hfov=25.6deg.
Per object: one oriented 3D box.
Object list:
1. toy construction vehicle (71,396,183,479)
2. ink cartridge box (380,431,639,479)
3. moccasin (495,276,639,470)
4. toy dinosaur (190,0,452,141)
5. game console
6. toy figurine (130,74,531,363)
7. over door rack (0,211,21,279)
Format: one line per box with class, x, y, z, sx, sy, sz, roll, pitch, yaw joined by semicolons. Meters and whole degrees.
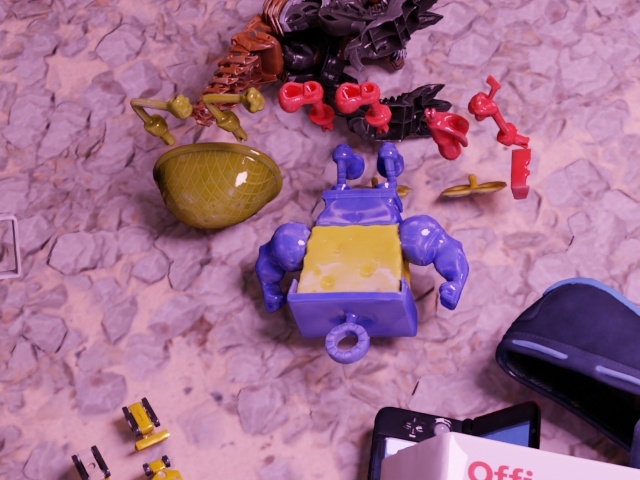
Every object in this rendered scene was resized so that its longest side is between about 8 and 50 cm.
toy construction vehicle;-0.167;0.198;1.233;0.086;0.035;0.098;-26;58;-19
ink cartridge box;0.142;0.290;0.985;0.201;0.117;0.278;13;67;-17
moccasin;0.280;0.162;1.114;0.116;0.138;0.342;-31;43;-26
toy dinosaur;0.011;-0.190;1.384;0.218;0.164;0.322;29;72;36
game console;0.104;0.196;1.139;0.124;0.085;0.144;12;58;-5
toy figurine;0.000;0.000;1.238;0.362;0.191;0.217;-1;62;12
over door rack;-0.429;0.045;1.280;0.324;0.108;0.239;-19;20;-14
